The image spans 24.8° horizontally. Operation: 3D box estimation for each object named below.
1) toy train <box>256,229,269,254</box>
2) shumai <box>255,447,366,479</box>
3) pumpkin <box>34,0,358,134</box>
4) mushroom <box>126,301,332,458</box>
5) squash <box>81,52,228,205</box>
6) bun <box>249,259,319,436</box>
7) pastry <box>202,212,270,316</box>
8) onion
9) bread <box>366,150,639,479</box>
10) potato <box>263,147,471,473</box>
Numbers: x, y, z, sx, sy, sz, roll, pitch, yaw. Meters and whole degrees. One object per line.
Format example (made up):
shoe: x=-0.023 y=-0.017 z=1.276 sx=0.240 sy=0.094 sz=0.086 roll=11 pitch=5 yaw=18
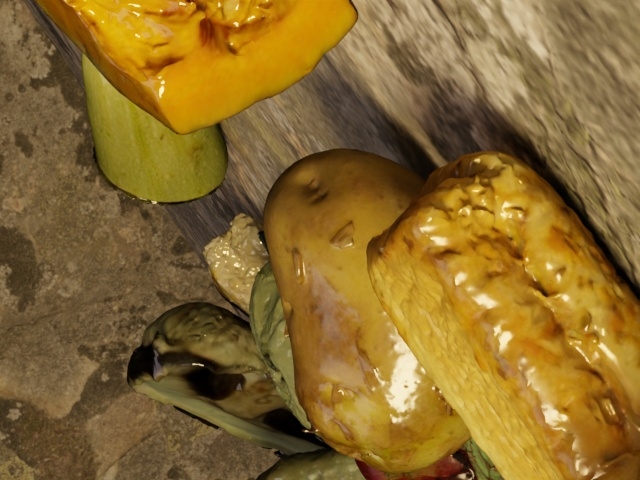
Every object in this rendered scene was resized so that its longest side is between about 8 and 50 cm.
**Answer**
toy train: x=0.000 y=0.000 z=1.126 sx=0.052 sy=0.051 sz=0.234 roll=55 pitch=169 yaw=-6
shumai: x=0.081 y=0.308 z=1.545 sx=0.309 sy=0.304 sz=0.263 roll=25 pitch=-160 yaw=14
pumpkin: x=-0.097 y=-0.172 z=0.672 sx=0.126 sy=0.131 sz=0.248 roll=45 pitch=166 yaw=51
mushroom: x=-0.059 y=0.165 z=1.675 sx=0.344 sy=0.130 sz=0.247 roll=27 pitch=156 yaw=-23
squash: x=-0.167 y=-0.129 z=1.316 sx=0.137 sy=0.137 sz=0.287 roll=51 pitch=170 yaw=22
bun: x=0.003 y=0.111 z=1.374 sx=0.221 sy=0.108 sz=0.221 roll=53 pitch=173 yaw=9
pastry: x=-0.074 y=0.038 z=1.650 sx=0.121 sy=0.089 sz=0.258 roll=42 pitch=175 yaw=0
onion: x=0.074 y=0.144 z=1.054 sx=0.118 sy=0.118 sz=0.117 roll=143 pitch=107 yaw=-83
bread: x=0.104 y=0.060 z=0.612 sx=0.211 sy=0.083 sz=0.114 roll=54 pitch=167 yaw=1
potato: x=0.038 y=0.034 z=0.779 sx=0.137 sy=0.137 sz=0.176 roll=-161 pitch=57 yaw=-77
